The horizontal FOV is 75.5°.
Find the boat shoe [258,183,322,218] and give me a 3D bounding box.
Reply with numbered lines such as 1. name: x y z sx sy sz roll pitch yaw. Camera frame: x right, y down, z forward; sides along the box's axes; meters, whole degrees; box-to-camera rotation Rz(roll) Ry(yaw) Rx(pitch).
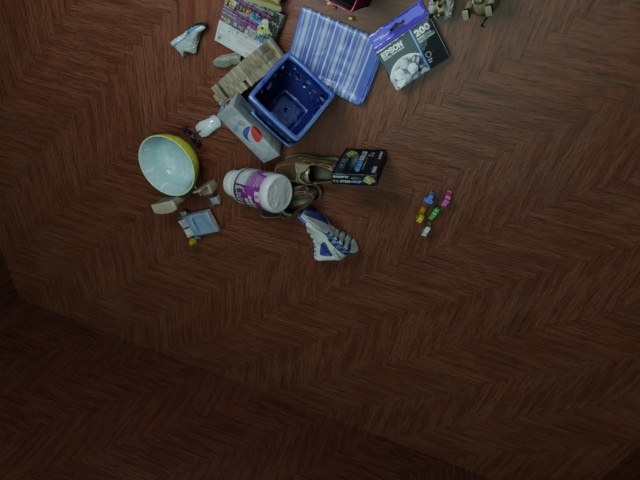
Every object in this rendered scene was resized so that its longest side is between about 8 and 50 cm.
1. boat shoe: -0.155 -0.164 1.869 0.342 0.123 0.123 -14 116 28

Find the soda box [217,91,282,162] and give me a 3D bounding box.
1. soda box: -0.279 -0.451 1.680 0.091 0.098 0.286 -18 137 29

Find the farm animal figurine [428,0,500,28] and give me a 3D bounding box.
1. farm animal figurine: 0.486 -0.801 1.188 0.330 0.172 0.326 20 146 24

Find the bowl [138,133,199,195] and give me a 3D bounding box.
1. bowl: -0.667 -0.367 1.907 0.290 0.156 0.289 10 124 15

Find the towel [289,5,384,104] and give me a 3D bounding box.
1. towel: 0.046 -0.668 1.518 0.336 0.040 0.243 25 126 3

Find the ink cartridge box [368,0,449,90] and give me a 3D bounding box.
1. ink cartridge box: 0.299 -0.658 1.406 0.206 0.045 0.208 -28 109 23

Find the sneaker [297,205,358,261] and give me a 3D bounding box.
1. sneaker: 0.001 0.001 1.917 0.315 0.127 0.182 39 124 -9

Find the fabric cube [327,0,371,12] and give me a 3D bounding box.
1. fabric cube: 0.064 -0.876 1.239 0.259 0.258 0.254 28 128 1

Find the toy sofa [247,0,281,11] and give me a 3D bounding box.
1. toy sofa: -0.162 -0.966 1.333 0.177 0.150 0.362 58 135 32

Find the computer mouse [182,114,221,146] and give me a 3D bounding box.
1. computer mouse: -0.525 -0.496 1.841 0.193 0.042 0.106 -21 112 30

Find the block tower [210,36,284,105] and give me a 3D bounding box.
1. block tower: -0.287 -0.637 1.590 0.335 0.097 0.091 -20 120 39

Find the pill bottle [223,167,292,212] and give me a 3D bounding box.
1. pill bottle: -0.284 -0.228 1.813 0.302 0.169 0.169 17 129 37

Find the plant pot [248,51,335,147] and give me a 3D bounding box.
1. plant pot: -0.117 -0.504 1.548 0.236 0.212 0.236 40 82 -8

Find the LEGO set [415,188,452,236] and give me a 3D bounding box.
1. LEGO set: 0.444 -0.111 1.699 0.087 0.093 0.227 26 127 3

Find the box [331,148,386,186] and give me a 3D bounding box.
1. box: 0.153 -0.288 1.612 0.175 0.220 0.051 6 128 17

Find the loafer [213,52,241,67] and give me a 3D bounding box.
1. loafer: -0.368 -0.720 1.645 0.125 0.039 0.045 1 155 23

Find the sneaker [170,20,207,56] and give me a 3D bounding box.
1. sneaker: -0.502 -0.791 1.632 0.191 0.071 0.083 -13 123 36

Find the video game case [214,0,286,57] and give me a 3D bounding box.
1. video game case: -0.266 -0.796 1.547 0.232 0.042 0.210 29 128 0

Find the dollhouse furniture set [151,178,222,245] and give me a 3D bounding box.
1. dollhouse furniture set: -0.615 -0.103 2.036 0.286 0.198 0.303 -8 119 25

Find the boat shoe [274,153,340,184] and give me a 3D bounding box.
1. boat shoe: -0.055 -0.295 1.750 0.324 0.116 0.123 0 121 21

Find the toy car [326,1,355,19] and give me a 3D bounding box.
1. toy car: 0.070 -0.806 1.417 0.122 0.040 0.060 27 127 2
